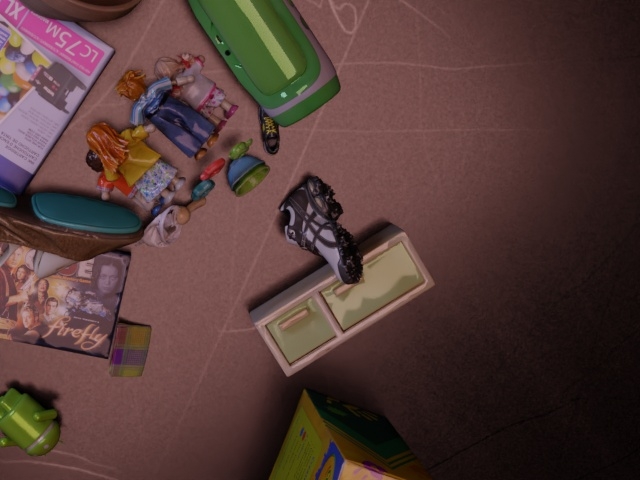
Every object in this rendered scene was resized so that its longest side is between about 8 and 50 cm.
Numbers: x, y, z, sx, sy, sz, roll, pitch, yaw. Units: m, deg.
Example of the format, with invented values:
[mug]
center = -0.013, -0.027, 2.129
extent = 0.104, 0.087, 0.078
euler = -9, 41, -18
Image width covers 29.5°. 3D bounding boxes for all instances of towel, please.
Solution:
[towel]
center = -0.292, 0.169, 1.869
extent = 0.060, 0.009, 0.083
euler = 6, 98, -36

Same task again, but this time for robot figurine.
[robot figurine]
center = -0.442, 0.279, 1.841
extent = 0.101, 0.067, 0.115
euler = -37, 104, 26

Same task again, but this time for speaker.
[speaker]
center = -0.094, -0.317, 1.783
extent = 0.131, 0.131, 0.297
euler = -35, 102, -3

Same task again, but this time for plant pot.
[plant pot]
center = -0.366, -0.390, 1.712
extent = 0.237, 0.237, 0.109
euler = 41, 132, -12

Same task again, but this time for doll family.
[doll family]
center = -0.245, -0.163, 1.783
extent = 0.163, 0.118, 0.263
euler = 37, 91, -12

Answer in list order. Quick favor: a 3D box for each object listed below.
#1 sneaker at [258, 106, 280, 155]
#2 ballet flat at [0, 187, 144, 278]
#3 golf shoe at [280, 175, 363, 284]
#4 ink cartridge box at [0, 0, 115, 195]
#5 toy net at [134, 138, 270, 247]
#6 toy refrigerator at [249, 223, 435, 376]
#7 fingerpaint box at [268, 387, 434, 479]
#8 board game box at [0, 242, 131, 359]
[sneaker]
center = -0.074, -0.170, 1.852
extent = 0.031, 0.035, 0.083
euler = -11, 100, -8
[ballet flat]
center = -0.429, -0.012, 1.734
extent = 0.342, 0.116, 0.124
euler = 11, 114, -24
[golf shoe]
center = 0.000, 0.000, 1.834
extent = 0.094, 0.198, 0.077
euler = -31, 141, 12
[ink cartridge box]
center = -0.460, -0.201, 1.775
extent = 0.185, 0.065, 0.311
euler = 33, 94, -12
[toy net]
center = -0.178, -0.057, 1.809
extent = 0.232, 0.122, 0.045
euler = -40, 82, -6
[toy refrigerator]
center = 0.033, 0.091, 1.878
extent = 0.269, 0.094, 0.102
euler = -31, 102, -3
[fingerpaint box]
center = -0.005, 0.490, 1.790
extent = 0.163, 0.371, 0.445
euler = 21, 94, -11
[board game box]
center = -0.421, 0.074, 1.828
extent = 0.243, 0.042, 0.165
euler = 12, 96, -11
